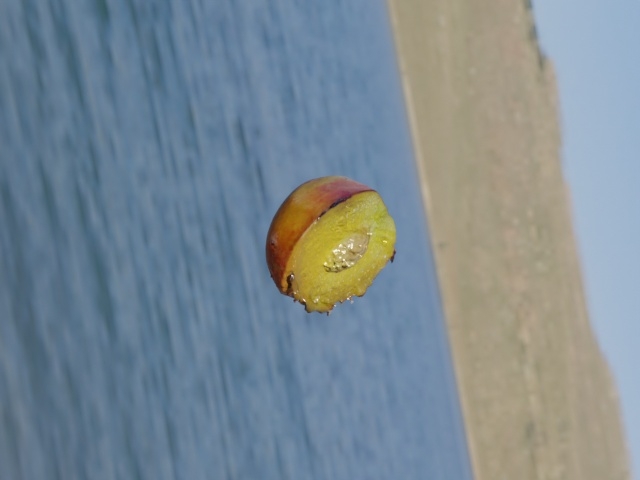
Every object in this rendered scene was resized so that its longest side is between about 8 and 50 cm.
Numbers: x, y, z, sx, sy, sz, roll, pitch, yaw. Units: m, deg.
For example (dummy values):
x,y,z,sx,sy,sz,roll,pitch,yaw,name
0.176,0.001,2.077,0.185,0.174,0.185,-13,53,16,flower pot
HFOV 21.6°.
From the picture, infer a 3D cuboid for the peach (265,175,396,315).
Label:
x,y,z,sx,sy,sz,roll,pitch,yaw,name
0.001,-0.001,1.114,0.061,0.098,0.098,38,-26,39,peach
